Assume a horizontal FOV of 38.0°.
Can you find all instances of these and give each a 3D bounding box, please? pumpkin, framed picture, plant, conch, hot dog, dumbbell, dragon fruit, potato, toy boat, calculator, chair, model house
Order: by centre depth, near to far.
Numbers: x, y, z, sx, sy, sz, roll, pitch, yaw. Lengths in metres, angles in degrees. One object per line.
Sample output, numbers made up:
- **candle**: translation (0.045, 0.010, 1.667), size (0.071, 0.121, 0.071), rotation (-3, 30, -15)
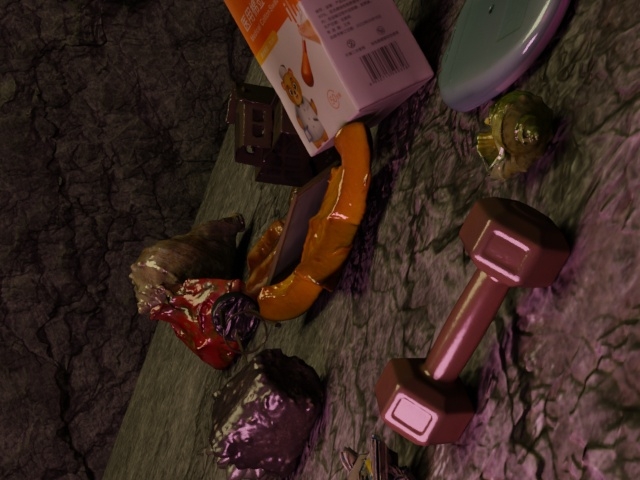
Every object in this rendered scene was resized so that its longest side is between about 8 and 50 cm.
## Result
- **dumbbell**: translation (0.129, 0.073, 0.816), size (0.231, 0.092, 0.082), rotation (-63, -13, 20)
- **toy boat**: translation (0.051, 0.278, 0.852), size (0.210, 0.066, 0.084), rotation (-88, 22, -52)
- **conch**: translation (0.179, -0.100, 0.893), size (0.089, 0.074, 0.121), rotation (-58, 18, 1)
- **calculator**: translation (0.204, -0.246, 1.080), size (0.299, 0.041, 0.185), rotation (-19, 52, 70)
- **plant**: translation (-0.084, 0.251, 1.267), size (0.194, 0.129, 0.132), rotation (-59, 17, 26)
- **pumpkin**: translation (0.004, -0.014, 1.393), size (0.290, 0.095, 0.258), rotation (133, 158, -72)
- **framed picture**: translation (-0.030, -0.024, 1.510), size (0.136, 0.010, 0.201), rotation (-40, -25, -48)
- **model house**: translation (-0.062, -0.250, 1.675), size (0.211, 0.204, 0.243), rotation (130, 143, -60)
- **hot dog**: translation (-0.085, 0.036, 1.716), size (0.249, 0.068, 0.100), rotation (136, 139, -64)
- **chair**: translation (-0.147, 0.166, 1.723), size (0.221, 0.104, 0.095), rotation (-137, 50, -72)
- **potato**: translation (-0.038, -0.089, 1.774), size (0.051, 0.040, 0.083), rotation (-4, 66, 69)
- **dragon fruit**: translation (-0.254, 0.170, 1.905), size (0.262, 0.211, 0.134), rotation (121, 171, -55)
- **conch**: translation (-0.301, 0.087, 2.218), size (0.297, 0.352, 0.210), rotation (-28, 87, 57)

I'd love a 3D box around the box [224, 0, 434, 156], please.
- **box**: translation (-0.007, -0.329, 1.388), size (0.143, 0.341, 0.225), rotation (-27, -2, -23)
